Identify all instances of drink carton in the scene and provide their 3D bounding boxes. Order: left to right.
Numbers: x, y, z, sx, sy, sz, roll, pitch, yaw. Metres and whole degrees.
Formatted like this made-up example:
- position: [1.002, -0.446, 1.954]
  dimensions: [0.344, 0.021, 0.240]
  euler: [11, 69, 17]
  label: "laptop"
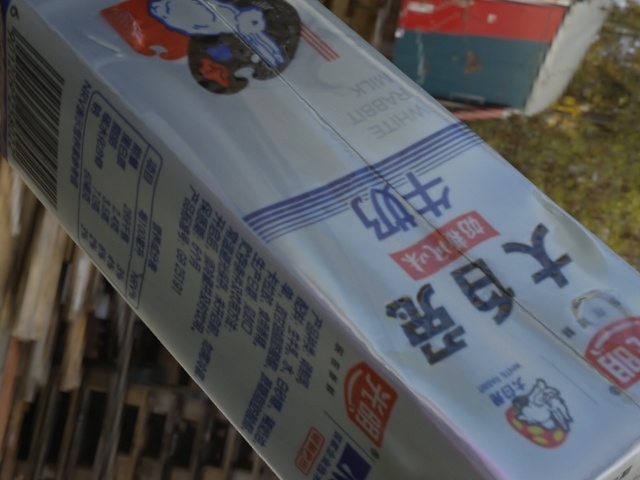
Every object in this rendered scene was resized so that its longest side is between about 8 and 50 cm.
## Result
- position: [0.000, 0.000, 0.462]
  dimensions: [0.130, 0.315, 0.106]
  euler: [-26, 147, -34]
  label: "drink carton"
